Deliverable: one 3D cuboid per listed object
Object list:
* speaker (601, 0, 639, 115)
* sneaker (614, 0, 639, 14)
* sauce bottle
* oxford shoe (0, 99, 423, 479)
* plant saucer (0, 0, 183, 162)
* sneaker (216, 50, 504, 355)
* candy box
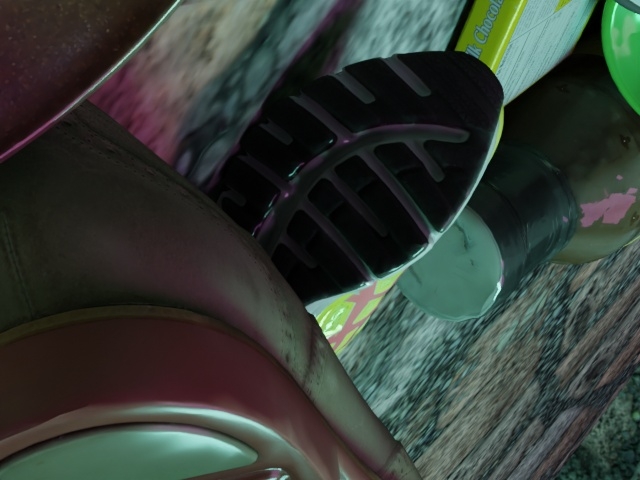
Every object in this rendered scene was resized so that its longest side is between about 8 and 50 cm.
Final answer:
[{"bbox_3d":[0.258,-0.162,0.855,0.296,0.131,0.131,-43,163,-43],"label":"speaker"},{"bbox_3d":[0.308,-0.166,0.626,0.257,0.169,0.447,-12,178,43],"label":"sneaker"},{"bbox_3d":[0.153,-0.055,0.886,0.344,0.111,0.111,-30,154,-46],"label":"sauce bottle"},{"bbox_3d":[-0.029,0.062,0.553,0.123,0.130,0.348,-16,153,3],"label":"oxford shoe"},{"bbox_3d":[-0.085,-0.070,0.312,0.198,0.036,0.198,-37,162,-14],"label":"plant saucer"},{"bbox_3d":[0.000,0.000,0.661,0.208,0.081,0.094,-45,167,23],"label":"sneaker"},{"bbox_3d":[0.115,-0.143,0.732,0.105,0.027,0.206,-35,157,-38],"label":"candy box"}]
